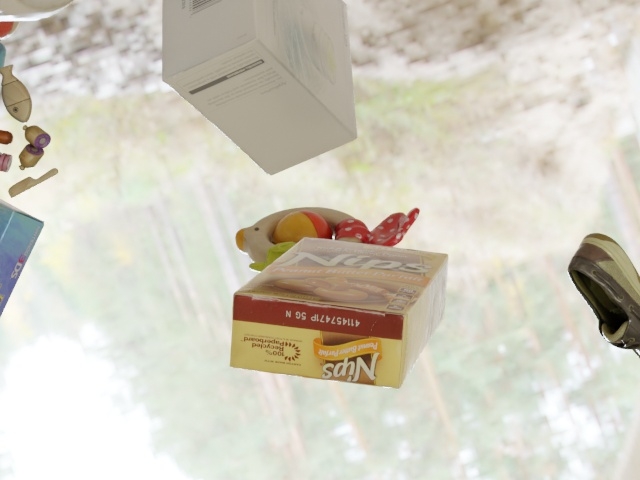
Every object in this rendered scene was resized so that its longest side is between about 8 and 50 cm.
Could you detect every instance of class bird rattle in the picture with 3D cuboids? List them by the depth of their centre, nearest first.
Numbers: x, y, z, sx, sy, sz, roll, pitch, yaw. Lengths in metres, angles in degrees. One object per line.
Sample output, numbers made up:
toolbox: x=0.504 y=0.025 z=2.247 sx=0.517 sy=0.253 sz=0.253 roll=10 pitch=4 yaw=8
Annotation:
bird rattle: x=0.000 y=0.000 z=2.126 sx=0.253 sy=0.143 sz=0.207 roll=-29 pitch=-141 yaw=-27

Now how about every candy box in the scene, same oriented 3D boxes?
candy box: x=0.029 y=0.073 z=1.727 sx=0.183 sy=0.087 sz=0.316 roll=7 pitch=-167 yaw=11

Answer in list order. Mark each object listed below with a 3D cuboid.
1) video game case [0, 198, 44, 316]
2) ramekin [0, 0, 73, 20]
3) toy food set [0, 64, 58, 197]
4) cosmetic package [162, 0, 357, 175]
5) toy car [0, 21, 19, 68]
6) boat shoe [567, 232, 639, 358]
video game case: x=-0.501 y=0.053 z=2.008 sx=0.244 sy=0.269 sz=0.061 roll=23 pitch=177 yaw=38
ramekin: x=-0.320 y=-0.347 z=1.601 sx=0.127 sy=0.273 sz=0.273 roll=16 pitch=-158 yaw=27
toy food set: x=-0.317 y=-0.109 z=1.577 sx=0.078 sy=0.122 sz=0.019 roll=-28 pitch=179 yaw=2
cosmetic package: x=-0.071 y=-0.240 z=1.888 sx=0.138 sy=0.224 sz=0.224 roll=-21 pitch=142 yaw=23
toy car: x=-0.613 y=-0.373 z=2.446 sx=0.210 sy=0.219 sz=0.238 roll=33 pitch=-145 yaw=23
boat shoe: x=0.369 y=0.097 z=1.897 sx=0.073 sy=0.223 sz=0.080 roll=-41 pitch=-166 yaw=-26
